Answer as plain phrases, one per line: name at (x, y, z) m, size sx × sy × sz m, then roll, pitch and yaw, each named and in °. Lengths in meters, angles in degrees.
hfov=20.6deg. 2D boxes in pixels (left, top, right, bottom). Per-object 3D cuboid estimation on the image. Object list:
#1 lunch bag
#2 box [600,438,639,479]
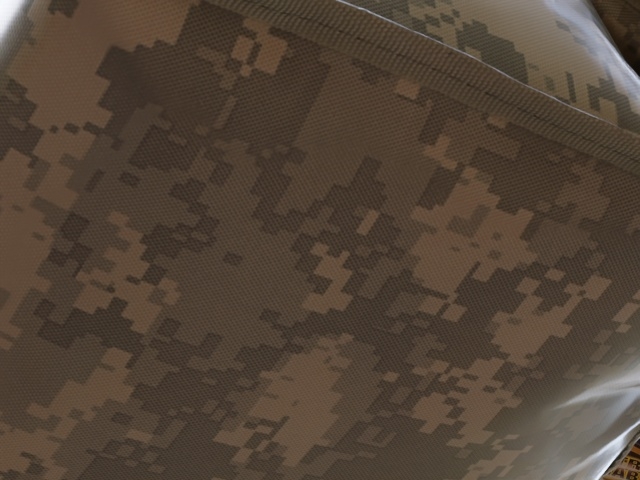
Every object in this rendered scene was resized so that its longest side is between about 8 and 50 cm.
lunch bag at (0.000, 0.000, 0.561) m, size 0.287 × 0.169 × 0.235 m, roll 21°, pitch -57°, yaw -24°
box at (0.107, 0.058, 1.284) m, size 0.293 × 0.295 × 0.073 m, roll 15°, pitch -61°, yaw -2°
